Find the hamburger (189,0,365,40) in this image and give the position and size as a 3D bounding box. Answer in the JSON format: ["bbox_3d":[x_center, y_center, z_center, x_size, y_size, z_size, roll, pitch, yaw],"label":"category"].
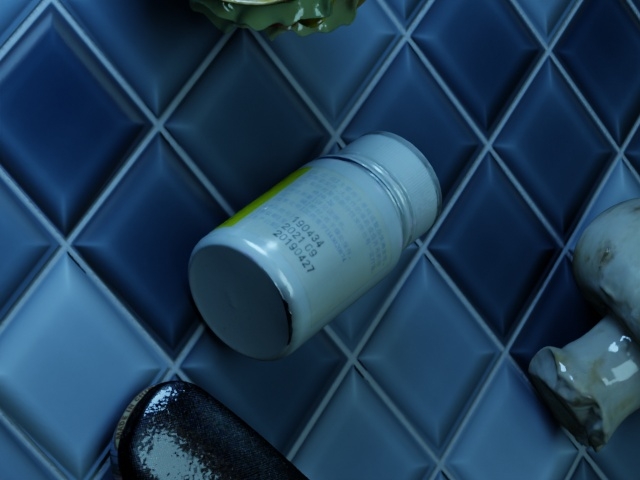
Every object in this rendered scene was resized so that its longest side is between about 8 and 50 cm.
[{"bbox_3d":[-0.041,-0.329,1.908,0.212,0.274,0.274,8,75,-79],"label":"hamburger"}]

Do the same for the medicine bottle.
[{"bbox_3d":[0.000,0.000,1.961,0.258,0.143,0.143,-36,107,-39],"label":"medicine bottle"}]

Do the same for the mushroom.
[{"bbox_3d":[0.378,0.108,2.246,0.290,0.297,0.297,-38,113,-1],"label":"mushroom"}]

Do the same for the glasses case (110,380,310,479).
[{"bbox_3d":[-0.073,0.260,1.894,0.321,0.082,0.122,45,56,-27],"label":"glasses case"}]
